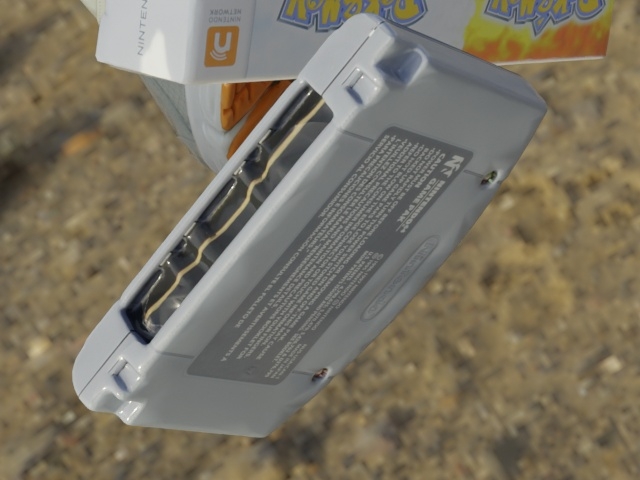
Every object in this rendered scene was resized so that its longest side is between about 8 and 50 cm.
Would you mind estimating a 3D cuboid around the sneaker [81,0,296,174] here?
[{"bbox_3d":[-0.062,-0.117,0.704,0.121,0.262,0.099,27,68,24],"label":"sneaker"}]

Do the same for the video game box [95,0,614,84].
[{"bbox_3d":[0.027,-0.147,0.614,0.205,0.187,0.048,-9,23,-44],"label":"video game box"}]

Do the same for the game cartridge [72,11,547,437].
[{"bbox_3d":[0.000,0.000,0.337,0.083,0.056,0.017,-50,54,18],"label":"game cartridge"}]
